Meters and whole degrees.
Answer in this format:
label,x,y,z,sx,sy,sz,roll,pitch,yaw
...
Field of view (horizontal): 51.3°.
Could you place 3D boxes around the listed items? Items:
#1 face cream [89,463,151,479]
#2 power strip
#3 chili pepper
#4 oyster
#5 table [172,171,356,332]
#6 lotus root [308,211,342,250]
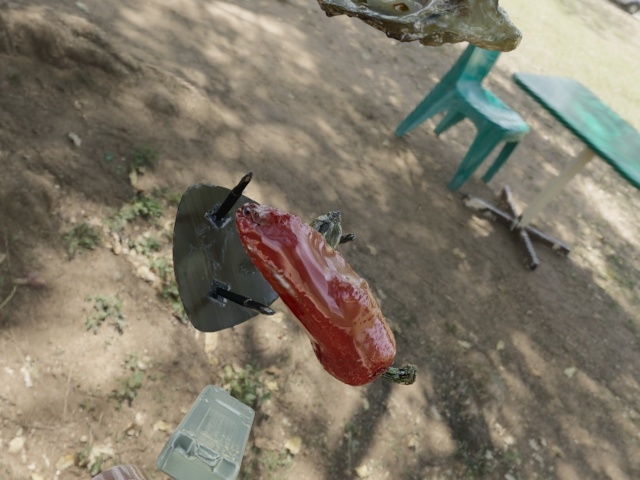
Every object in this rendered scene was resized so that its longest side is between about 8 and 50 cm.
label,x,y,z,sx,sy,sz,roll,pitch,yaw
face cream,-0.357,0.490,1.188,0.149,0.149,0.104,-6,35,-41
power strip,-0.153,0.277,0.959,0.098,0.058,0.338,31,0,-1
chili pepper,0.012,0.082,0.816,0.387,0.110,0.110,57,10,-38
oyster,0.050,-0.291,0.613,0.361,0.221,0.096,34,-7,18
table,-0.101,0.013,1.327,0.318,0.249,0.317,7,78,-33
lotus root,0.000,0.000,0.963,0.054,0.099,0.049,29,-2,-27
